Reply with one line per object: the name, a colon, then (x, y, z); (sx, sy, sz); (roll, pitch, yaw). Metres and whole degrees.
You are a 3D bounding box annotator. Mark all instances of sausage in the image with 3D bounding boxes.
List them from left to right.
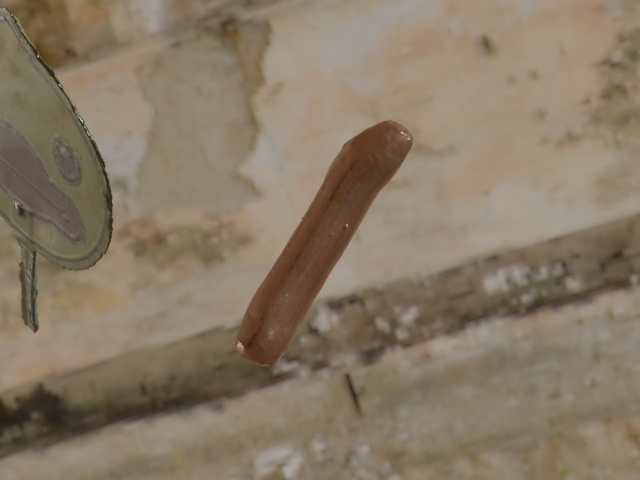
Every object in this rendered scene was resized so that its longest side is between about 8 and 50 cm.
sausage: (0.000, 0.000, 1.136); (0.186, 0.043, 0.043); (-58, 6, 8)

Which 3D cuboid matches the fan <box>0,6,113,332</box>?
fan: (-0.231, -0.048, 1.331); (0.011, 0.335, 0.229); (-31, 56, -32)
